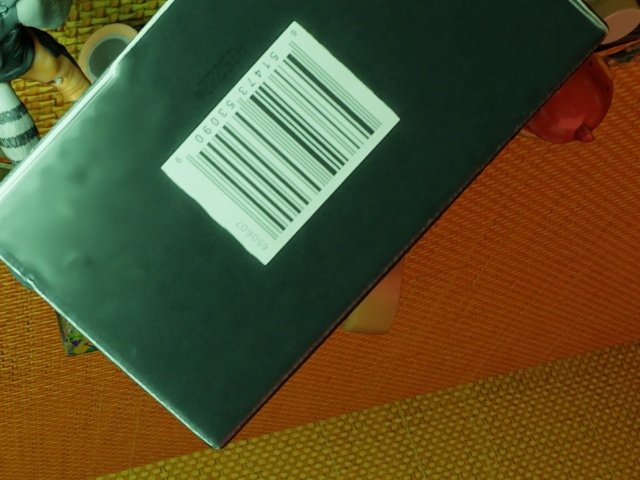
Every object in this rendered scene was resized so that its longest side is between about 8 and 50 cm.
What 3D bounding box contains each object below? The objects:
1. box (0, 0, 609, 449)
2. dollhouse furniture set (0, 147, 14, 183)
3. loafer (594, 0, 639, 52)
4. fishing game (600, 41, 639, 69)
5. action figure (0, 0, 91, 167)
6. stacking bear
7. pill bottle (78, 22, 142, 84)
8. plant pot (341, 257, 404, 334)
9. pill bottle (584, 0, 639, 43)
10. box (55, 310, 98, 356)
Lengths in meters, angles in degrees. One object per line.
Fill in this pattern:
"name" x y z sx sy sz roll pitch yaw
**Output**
"box" -0.016 -0.102 1.219 0.480 0.297 0.472 -47 -179 5
"dollhouse furniture set" -0.441 -0.050 1.484 0.161 0.212 0.242 10 -177 32
"loafer" 0.407 -0.315 1.752 0.268 0.096 0.084 -20 178 19
"fishing game" 0.428 -0.257 1.802 0.189 0.041 0.264 -20 -179 -21
"action figure" -0.282 -0.206 1.225 0.342 0.178 0.330 -7 143 1
"stacking bear" 0.286 -0.202 1.570 0.164 0.175 0.289 -32 -163 6
"pill bottle" -0.195 -0.175 1.508 0.130 0.130 0.246 -25 156 13
"plant pot" 0.000 0.000 1.890 0.204 0.290 0.291 0 153 -10
"pill bottle" 0.329 -0.330 1.526 0.094 0.169 0.094 -18 156 -8
"box" -0.254 0.013 1.819 0.290 0.177 0.279 -12 156 -16
